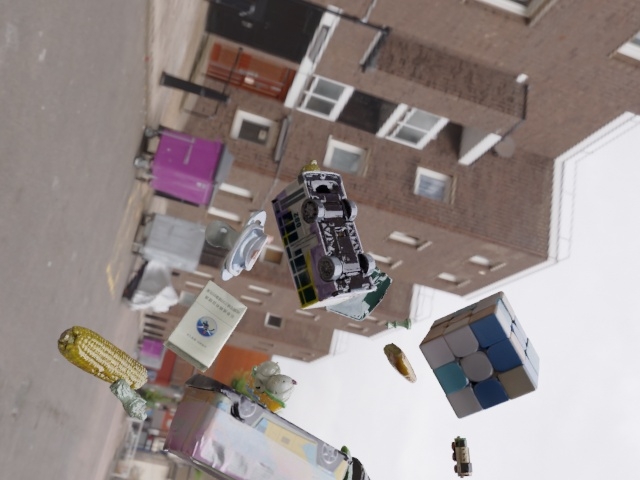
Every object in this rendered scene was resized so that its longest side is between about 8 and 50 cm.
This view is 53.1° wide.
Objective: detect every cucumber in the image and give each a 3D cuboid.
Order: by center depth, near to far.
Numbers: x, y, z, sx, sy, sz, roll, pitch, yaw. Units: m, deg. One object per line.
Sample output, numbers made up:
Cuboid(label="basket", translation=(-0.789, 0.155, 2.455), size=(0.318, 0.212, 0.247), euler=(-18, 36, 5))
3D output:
Cuboid(label="cucumber", translation=(0.071, 0.647, 1.772), size=(0.037, 0.037, 0.155), euler=(158, -65, -76))

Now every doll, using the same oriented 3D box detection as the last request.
Cuboid(label="doll", translation=(-0.019, -0.212, 2.519), size=(0.137, 0.097, 0.209), euler=(-54, 139, -21))

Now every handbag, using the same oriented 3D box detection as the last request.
Cuboid(label="handbag", translation=(0.135, 0.189, 2.539), size=(0.238, 0.326, 0.089), euler=(-53, -129, 8))

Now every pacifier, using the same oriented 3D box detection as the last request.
Cuboid(label="pacifier", translation=(-0.304, -0.006, 2.215), size=(0.279, 0.207, 0.227), euler=(-60, 167, -2))

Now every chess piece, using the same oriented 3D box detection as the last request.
Cuboid(label="chess piece", translation=(0.275, 0.299, 2.274), size=(0.042, 0.093, 0.042), euler=(177, -90, -85))

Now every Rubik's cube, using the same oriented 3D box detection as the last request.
Cuboid(label="Rubik's cube", translation=(0.648, 0.454, 2.582), size=(0.347, 0.347, 0.344), euler=(-31, 179, 24))

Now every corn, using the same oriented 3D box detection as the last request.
Cuboid(label="corn", translation=(-0.687, 0.379, 2.031), size=(0.120, 0.363, 0.120), euler=(-17, -130, 21))

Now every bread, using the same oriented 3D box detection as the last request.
Cuboid(label="bread", translation=(0.253, 0.388, 1.980), size=(0.054, 0.136, 0.154), euler=(-35, -171, -2))

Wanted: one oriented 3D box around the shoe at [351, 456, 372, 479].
Cuboid(label="shoe", translation=(0.002, 0.918, 2.307), size=(0.171, 0.383, 0.237), euler=(-106, 176, -48))

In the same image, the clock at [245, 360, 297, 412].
Cuboid(label="clock", translation=(-0.167, 0.486, 2.147), size=(0.144, 0.103, 0.231), euler=(-42, -139, -12))

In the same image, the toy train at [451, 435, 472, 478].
Cuboid(label="toy train", translation=(0.479, 0.732, 2.167), size=(0.087, 0.050, 0.138), euler=(106, -16, -68))

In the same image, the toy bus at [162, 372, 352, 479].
Cuboid(label="toy bus", translation=(-0.125, 0.431, 1.299), size=(0.171, 0.386, 0.162), euler=(-6, -128, 57))

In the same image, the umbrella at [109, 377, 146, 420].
Cuboid(label="umbrella", translation=(-0.554, 0.465, 1.862), size=(0.062, 0.143, 0.067), euler=(-29, -169, 13))

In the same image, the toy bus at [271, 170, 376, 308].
Cuboid(label="toy bus", translation=(0.000, 0.000, 2.224), size=(0.249, 0.209, 0.440), euler=(-28, -106, 42))

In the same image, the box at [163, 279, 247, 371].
Cuboid(label="box", translation=(-0.378, 0.282, 2.121), size=(0.069, 0.164, 0.256), euler=(-42, -166, 54))
